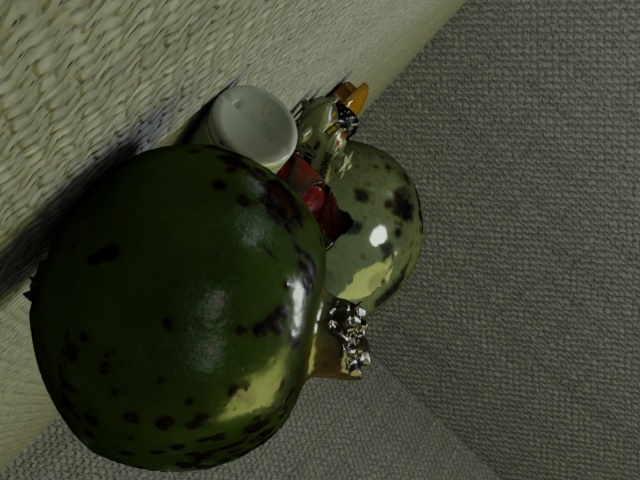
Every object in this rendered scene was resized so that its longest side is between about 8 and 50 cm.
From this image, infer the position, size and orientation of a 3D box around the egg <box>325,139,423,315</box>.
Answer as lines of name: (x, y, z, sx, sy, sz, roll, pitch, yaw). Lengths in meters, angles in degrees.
egg: (0.000, 0.000, 2.204, 0.428, 0.345, 0.345, -43, 180, -19)

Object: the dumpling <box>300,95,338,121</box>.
dumpling: (-0.007, -0.202, 1.826, 0.059, 0.043, 0.077, -87, -158, -63)

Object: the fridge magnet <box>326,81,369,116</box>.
fridge magnet: (0.030, -0.227, 2.057, 0.143, 0.063, 0.143, -48, 180, 0)

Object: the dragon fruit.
dragon fruit: (-0.069, -0.023, 1.355, 0.192, 0.193, 0.274, -17, 173, -13)

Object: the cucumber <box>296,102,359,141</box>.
cucumber: (-0.049, -0.134, 1.871, 0.081, 0.072, 0.303, 9, -147, 35)

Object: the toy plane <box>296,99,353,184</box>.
toy plane: (-0.014, -0.089, 1.776, 0.092, 0.108, 0.286, -37, 154, -48)

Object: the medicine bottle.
medicine bottle: (-0.096, -0.062, 1.092, 0.086, 0.086, 0.183, -47, 180, -38)

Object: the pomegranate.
pomegranate: (-0.092, 0.054, 0.898, 0.254, 0.270, 0.254, 6, 90, -89)
